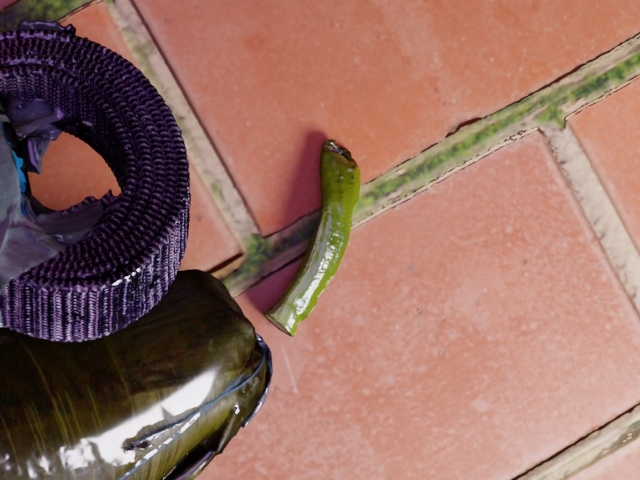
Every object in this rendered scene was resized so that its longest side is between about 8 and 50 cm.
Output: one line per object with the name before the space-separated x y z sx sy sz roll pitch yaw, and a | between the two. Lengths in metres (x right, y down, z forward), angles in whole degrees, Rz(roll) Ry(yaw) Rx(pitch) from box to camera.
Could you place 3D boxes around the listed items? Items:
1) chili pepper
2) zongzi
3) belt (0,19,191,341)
chili pepper | 0.000 0.000 1.795 0.052 0.050 0.201 24 85 -44
zongzi | -0.234 0.255 1.735 0.403 0.208 0.432 -18 123 -25
belt | -0.255 -0.055 1.657 0.260 0.122 0.325 -18 58 -18
